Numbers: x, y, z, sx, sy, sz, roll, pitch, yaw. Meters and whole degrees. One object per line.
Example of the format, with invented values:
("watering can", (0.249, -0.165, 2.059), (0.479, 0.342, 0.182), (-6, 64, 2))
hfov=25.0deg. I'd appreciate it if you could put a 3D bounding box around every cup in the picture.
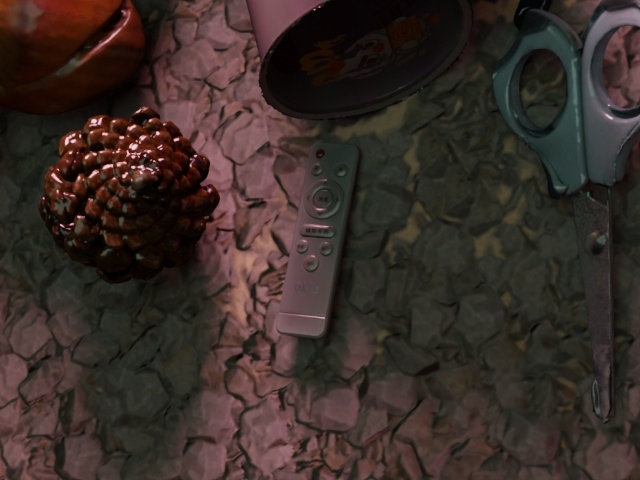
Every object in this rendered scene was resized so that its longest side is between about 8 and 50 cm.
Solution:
("cup", (-0.004, -0.279, 1.299), (0.203, 0.203, 0.288), (-26, 63, 15))

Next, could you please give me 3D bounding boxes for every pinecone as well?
("pinecone", (-0.183, -0.037, 1.330), (0.173, 0.173, 0.174), (-5, 77, 21))

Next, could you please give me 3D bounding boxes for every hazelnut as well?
("hazelnut", (-0.258, -0.197, 1.384), (0.182, 0.182, 0.182), (-5, 77, 21))

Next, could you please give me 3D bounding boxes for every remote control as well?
("remote control", (0.000, 0.000, 1.316), (0.050, 0.027, 0.184), (6, 76, 21))

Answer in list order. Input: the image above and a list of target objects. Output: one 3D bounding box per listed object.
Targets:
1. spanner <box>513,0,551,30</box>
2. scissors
("spanner", (0.225, -0.281, 1.292), (0.046, 0.012, 0.208), (23, 88, 23))
("scissors", (0.226, -0.028, 1.206), (0.191, 0.029, 0.360), (-7, 82, 45))
